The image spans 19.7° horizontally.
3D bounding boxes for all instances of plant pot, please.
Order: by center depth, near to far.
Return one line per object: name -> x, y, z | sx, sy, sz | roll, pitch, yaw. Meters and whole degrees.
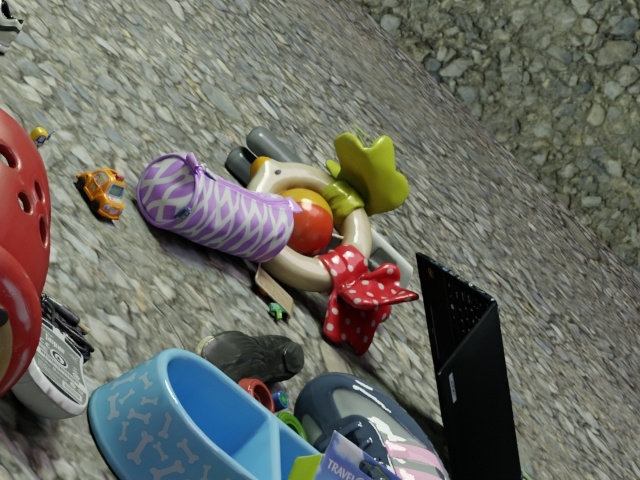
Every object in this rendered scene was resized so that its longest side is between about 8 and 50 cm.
plant pot -> -0.275, 0.013, 1.240 | 0.191, 0.191, 0.174 | 37, 21, -30

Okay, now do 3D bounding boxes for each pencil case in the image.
pencil case -> -0.110, -0.037, 1.972 | 0.086, 0.088, 0.206 | 49, 14, 30

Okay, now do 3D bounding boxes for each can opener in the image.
can opener -> 0.002, -0.023, 2.251 | 0.280, 0.074, 0.093 | 46, 16, -3

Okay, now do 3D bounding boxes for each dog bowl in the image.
dog bowl -> -0.060, 0.203, 1.542 | 0.297, 0.074, 0.166 | 42, 16, -19

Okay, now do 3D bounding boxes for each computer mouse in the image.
computer mouse -> -0.223, 0.091, 1.457 | 0.106, 0.042, 0.193 | 46, 9, -20

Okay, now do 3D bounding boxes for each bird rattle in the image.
bird rattle -> 0.000, 0.000, 2.129 | 0.207, 0.143, 0.253 | 15, 62, -18

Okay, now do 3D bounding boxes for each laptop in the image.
laptop -> 0.134, 0.174, 1.992 | 0.264, 0.136, 0.234 | 35, -41, 57

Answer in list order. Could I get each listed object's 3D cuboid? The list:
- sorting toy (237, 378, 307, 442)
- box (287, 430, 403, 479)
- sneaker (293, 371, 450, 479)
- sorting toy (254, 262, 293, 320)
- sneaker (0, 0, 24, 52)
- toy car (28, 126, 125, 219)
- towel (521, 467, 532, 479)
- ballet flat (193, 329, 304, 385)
sorting toy -> -0.054, 0.170, 1.717 | 0.102, 0.042, 0.061 | 53, 28, -23
box -> 0.005, 0.254, 1.455 | 0.109, 0.042, 0.178 | 38, 58, -27
sneaker -> 0.062, 0.243, 1.690 | 0.319, 0.112, 0.131 | 53, 14, 26
sorting toy -> -0.053, 0.061, 2.018 | 0.062, 0.012, 0.083 | 49, 12, -10
sneaker -> -0.355, -0.250, 1.939 | 0.109, 0.044, 0.040 | 46, 18, 4
toy car -> -0.236, -0.067, 1.803 | 0.122, 0.040, 0.060 | 33, 21, -42
towel -> 0.218, 0.249, 2.186 | 0.113, 0.023, 0.152 | 56, 5, 25
ballet flat -> -0.074, 0.119, 1.792 | 0.173, 0.049, 0.057 | 8, 73, -60
